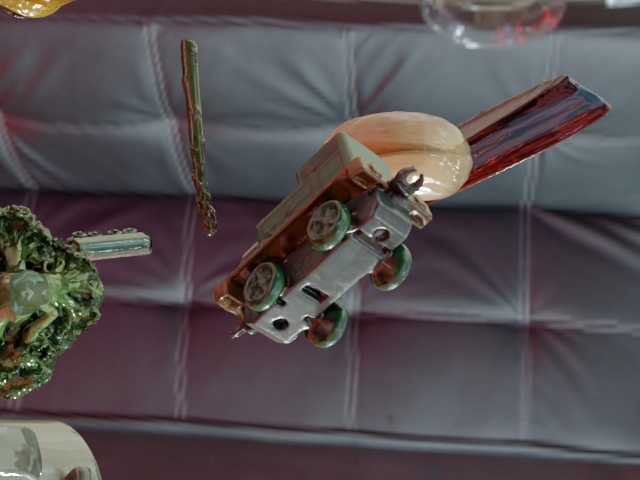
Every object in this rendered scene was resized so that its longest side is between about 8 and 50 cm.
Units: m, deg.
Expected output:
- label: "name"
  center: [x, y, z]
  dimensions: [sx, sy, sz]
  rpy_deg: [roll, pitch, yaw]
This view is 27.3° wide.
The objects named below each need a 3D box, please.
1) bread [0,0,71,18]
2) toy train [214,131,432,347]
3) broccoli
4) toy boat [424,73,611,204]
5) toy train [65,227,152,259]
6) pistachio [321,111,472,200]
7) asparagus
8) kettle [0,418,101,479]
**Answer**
- label: "bread"
  center: [-0.406, -0.424, 1.757]
  dimensions: [0.143, 0.195, 0.270]
  rpy_deg: [-29, 123, 36]
- label: "toy train"
  center: [0.000, 0.000, 1.132]
  dimensions: [0.091, 0.136, 0.228]
  rpy_deg: [32, 119, -31]
- label: "broccoli"
  center: [-0.487, 0.093, 2.071]
  dimensions: [0.308, 0.308, 0.275]
  rpy_deg: [23, 159, -29]
- label: "toy boat"
  center: [0.251, -0.143, 1.946]
  dimensions: [0.079, 0.136, 0.392]
  rpy_deg: [48, 135, -15]
- label: "toy train"
  center: [-0.366, 0.006, 2.287]
  dimensions: [0.148, 0.071, 0.038]
  rpy_deg: [-6, 116, -32]
- label: "pistachio"
  center: [0.104, -0.116, 1.740]
  dimensions: [0.200, 0.117, 0.145]
  rpy_deg: [6, 167, -15]
- label: "asparagus"
  center: [-0.149, -0.126, 1.592]
  dimensions: [0.025, 0.248, 0.024]
  rpy_deg: [-7, 167, -3]
- label: "kettle"
  center: [-0.323, 0.222, 0.944]
  dimensions: [0.318, 0.205, 0.265]
  rpy_deg: [12, 171, -38]
